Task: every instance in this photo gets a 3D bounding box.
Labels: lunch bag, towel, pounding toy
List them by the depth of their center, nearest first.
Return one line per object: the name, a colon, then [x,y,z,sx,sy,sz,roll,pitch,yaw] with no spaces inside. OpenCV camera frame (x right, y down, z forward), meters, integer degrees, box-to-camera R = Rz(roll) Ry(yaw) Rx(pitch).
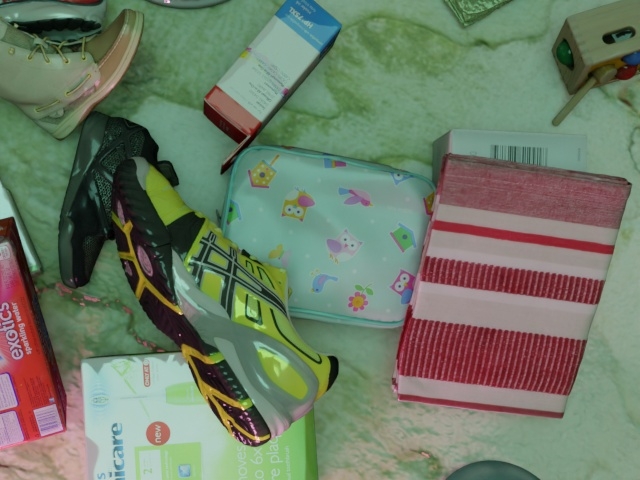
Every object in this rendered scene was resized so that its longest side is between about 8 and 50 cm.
towel: [0.231,0.061,1.658,0.237,0.037,0.329,8,111,-10]
lunch bag: [0.000,0.000,1.712,0.279,0.108,0.224,10,94,-2]
pounding toy: [0.364,-0.235,1.755,0.141,0.130,0.100,-18,76,-5]
towel: [0.226,-0.362,1.793,0.148,0.027,0.110,-29,88,-4]

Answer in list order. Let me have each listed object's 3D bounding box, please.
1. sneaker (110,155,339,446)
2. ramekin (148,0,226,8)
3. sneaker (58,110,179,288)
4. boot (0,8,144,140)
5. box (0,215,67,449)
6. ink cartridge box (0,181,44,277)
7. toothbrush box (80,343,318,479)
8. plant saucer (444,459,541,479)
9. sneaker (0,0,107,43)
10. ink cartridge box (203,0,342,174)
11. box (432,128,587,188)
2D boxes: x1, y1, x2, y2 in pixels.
sneaker: [-0.125,0.059,1.609,0.147,0.145,0.384,-27,76,-24]
ramekin: [-0.174,-0.441,1.716,0.273,0.127,0.272,0,87,-5]
sneaker: [-0.258,-0.043,1.706,0.130,0.087,0.227,13,80,3]
boot: [-0.332,-0.234,1.652,0.165,0.077,0.213,31,123,-26]
box: [-0.402,0.116,1.632,0.128,0.122,0.256,-15,108,-7]
ink cartridge box: [-0.477,-0.034,1.704,0.171,0.056,0.235,-23,88,-5]
toothbrush box: [-0.149,0.239,1.683,0.283,0.122,0.206,-3,86,-3]
plant saucer: [0.234,0.370,1.710,0.195,0.037,0.195,6,63,-12]
sneaker: [-0.414,-0.311,1.719,0.279,0.107,0.118,1,68,-7]
ink cartridge box: [-0.078,-0.198,1.706,0.078,0.134,0.231,40,84,-2]
box: [0.240,-0.046,1.730,0.181,0.119,0.181,2,87,-5]
